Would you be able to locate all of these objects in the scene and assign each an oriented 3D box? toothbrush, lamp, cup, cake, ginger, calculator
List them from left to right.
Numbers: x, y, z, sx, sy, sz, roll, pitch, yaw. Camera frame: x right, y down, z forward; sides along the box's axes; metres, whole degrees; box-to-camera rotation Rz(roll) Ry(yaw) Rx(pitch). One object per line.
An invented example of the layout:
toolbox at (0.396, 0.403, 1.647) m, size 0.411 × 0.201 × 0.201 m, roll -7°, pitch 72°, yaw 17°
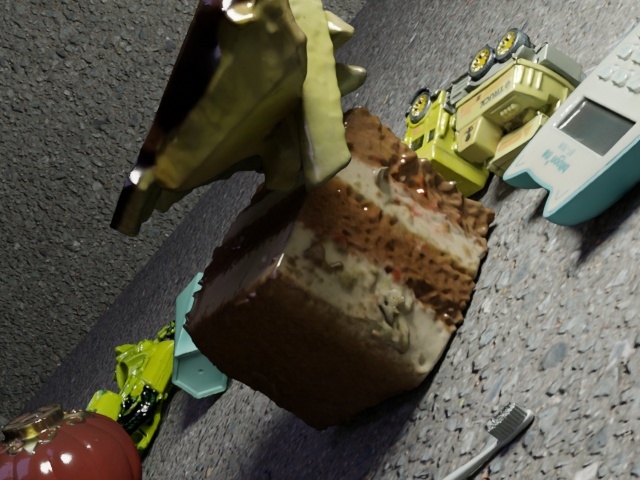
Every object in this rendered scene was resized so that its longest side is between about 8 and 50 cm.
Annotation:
lamp at (-0.466, 0.427, 2.061) m, size 0.303 × 0.257 × 0.303 m, roll -18°, pitch 7°, yaw 2°
cup at (-0.199, 0.178, 2.107) m, size 0.235 × 0.148 × 0.134 m, roll -90°, pitch 6°, yaw -60°
ginger at (-0.070, -0.147, 1.342) m, size 0.358 × 0.211 × 0.413 m, roll -63°, pitch 5°, yaw 10°
cake at (0.026, 0.042, 1.409) m, size 0.282 × 0.256 × 0.290 m, roll -35°, pitch 28°, yaw 49°
toothbrush at (0.102, 0.248, 1.110) m, size 0.275 × 0.025 × 0.019 m, roll -48°, pitch 15°, yaw 21°
calculator at (0.360, -0.178, 1.236) m, size 0.386 × 0.054 × 0.256 m, roll -50°, pitch 14°, yaw 9°

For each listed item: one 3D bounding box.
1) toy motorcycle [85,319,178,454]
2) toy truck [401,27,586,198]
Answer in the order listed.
toy motorcycle at (-0.361, 0.286, 2.330) m, size 0.206 × 0.142 × 0.342 m, roll -46°, pitch 14°, yaw 34°
toy truck at (0.216, -0.145, 1.501) m, size 0.272 × 0.124 × 0.157 m, roll -31°, pitch 36°, yaw 51°
